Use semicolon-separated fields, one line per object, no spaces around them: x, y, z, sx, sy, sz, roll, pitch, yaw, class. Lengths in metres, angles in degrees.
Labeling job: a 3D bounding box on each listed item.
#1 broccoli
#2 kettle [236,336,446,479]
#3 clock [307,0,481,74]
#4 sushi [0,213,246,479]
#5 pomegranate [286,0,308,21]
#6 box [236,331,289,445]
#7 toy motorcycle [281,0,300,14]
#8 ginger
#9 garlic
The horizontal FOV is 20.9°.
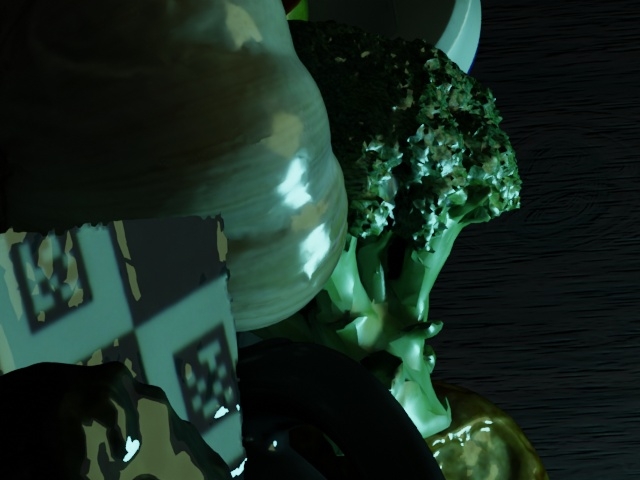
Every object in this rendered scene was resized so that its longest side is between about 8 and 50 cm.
0.000;0.000;1.053;0.270;0.270;0.270;-44;118;-81;broccoli
-0.013;0.198;0.847;0.268;0.207;0.290;-53;-130;31;kettle
0.008;-0.182;1.363;0.083;0.230;0.230;62;25;-65;clock
-0.081;0.154;0.462;0.339;0.069;0.320;-4;91;-57;sushi
-0.072;-0.159;1.197;0.130;0.130;0.130;-4;90;-83;pomegranate
-0.065;0.176;1.208;0.289;0.073;0.290;79;9;-50;box
-0.088;-0.228;1.011;0.221;0.148;0.326;64;5;0;toy motorcycle
0.069;0.227;1.504;0.152;0.357;0.274;-37;151;-40;ginger
-0.087;-0.052;0.771;0.228;0.152;0.228;53;-20;29;garlic
